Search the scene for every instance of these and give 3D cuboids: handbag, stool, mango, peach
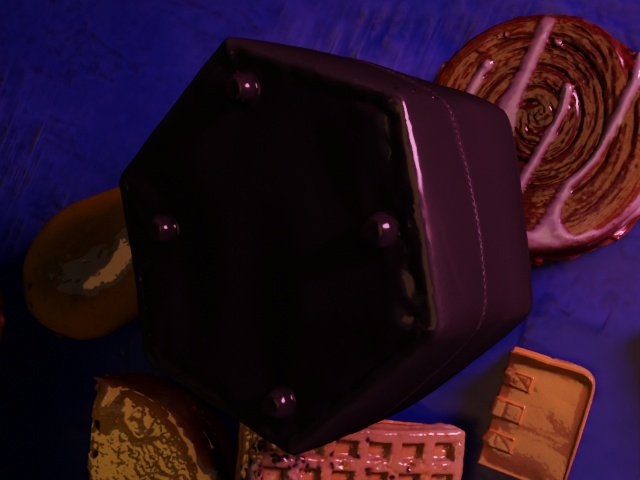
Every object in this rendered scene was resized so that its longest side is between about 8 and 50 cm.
[{"bbox_3d":[0.142,0.118,0.574,0.061,0.027,0.083,18,95,18],"label":"handbag"},{"bbox_3d":[0.000,0.000,0.509,0.232,0.141,0.232,4,97,34],"label":"stool"},{"bbox_3d":[-0.156,0.008,0.663,0.161,0.076,0.103,-36,70,6],"label":"mango"},{"bbox_3d":[-0.118,0.174,0.628,0.127,0.092,0.172,-22,82,6],"label":"peach"}]

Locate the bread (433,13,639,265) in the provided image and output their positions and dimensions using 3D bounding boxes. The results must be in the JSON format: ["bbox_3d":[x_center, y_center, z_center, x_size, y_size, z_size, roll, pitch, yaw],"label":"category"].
[{"bbox_3d":[0.142,-0.062,0.559,0.161,0.073,0.160,-1,87,19],"label":"bread"}]

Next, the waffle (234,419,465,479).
[{"bbox_3d":[0.018,0.165,0.573,0.148,0.042,0.102,6,90,-12],"label":"waffle"}]

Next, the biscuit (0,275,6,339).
[{"bbox_3d":[-0.345,0.128,0.673,0.305,0.038,0.305,-22,50,29],"label":"biscuit"}]
